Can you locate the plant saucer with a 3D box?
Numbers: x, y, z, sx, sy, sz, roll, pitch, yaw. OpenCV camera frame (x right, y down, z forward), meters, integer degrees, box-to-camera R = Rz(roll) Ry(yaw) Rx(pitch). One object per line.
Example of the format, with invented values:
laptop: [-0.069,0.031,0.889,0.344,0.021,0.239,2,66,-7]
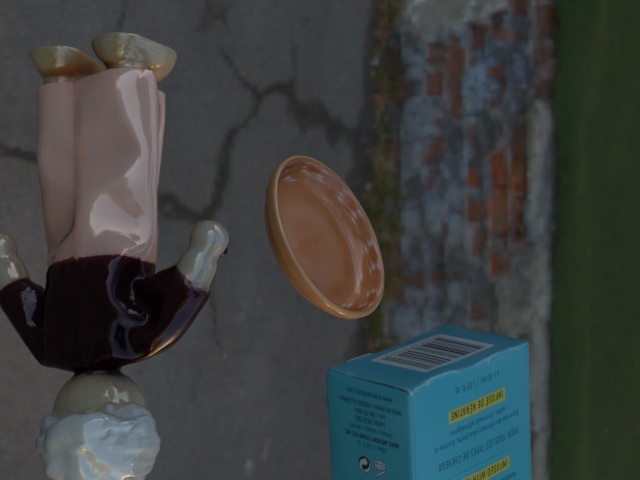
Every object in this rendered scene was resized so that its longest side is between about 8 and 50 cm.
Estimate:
plant saucer: [0.000,0.000,1.443,0.200,0.037,0.200,37,39,-38]

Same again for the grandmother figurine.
grandmother figurine: [-0.160,0.021,0.952,0.104,0.207,0.343,17,70,-54]

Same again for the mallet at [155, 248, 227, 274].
mallet: [-0.186,0.038,1.419,0.039,0.189,0.062,53,17,-32]

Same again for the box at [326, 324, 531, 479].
box: [0.063,0.177,0.682,0.100,0.060,0.244,-15,107,-43]
